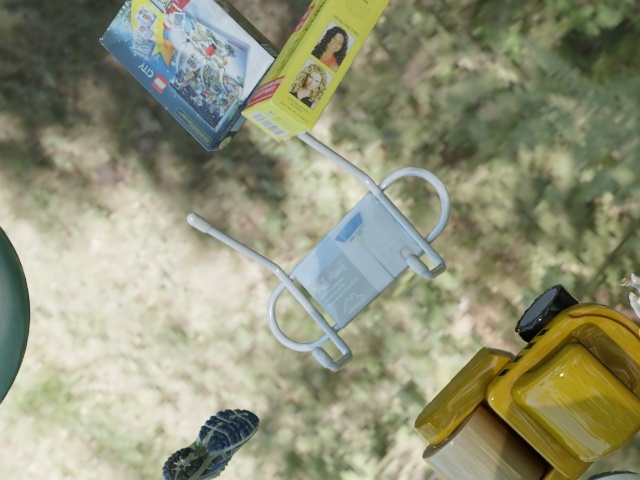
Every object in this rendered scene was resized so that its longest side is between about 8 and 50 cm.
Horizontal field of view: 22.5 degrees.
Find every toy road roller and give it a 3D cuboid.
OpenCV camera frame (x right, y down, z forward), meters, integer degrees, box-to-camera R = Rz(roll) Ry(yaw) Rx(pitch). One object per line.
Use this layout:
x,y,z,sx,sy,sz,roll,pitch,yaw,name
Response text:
0.295,0.226,2.104,0.202,0.329,0.240,44,-176,-4,toy road roller

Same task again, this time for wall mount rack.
0.000,0.000,2.262,0.304,0.130,0.350,48,111,9,wall mount rack

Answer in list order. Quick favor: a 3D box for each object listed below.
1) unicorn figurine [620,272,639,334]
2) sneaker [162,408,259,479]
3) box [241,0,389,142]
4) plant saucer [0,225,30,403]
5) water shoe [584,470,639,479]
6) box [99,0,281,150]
0.395,0.066,1.832,0.111,0.060,0.162,36,112,-24,unicorn figurine
-0.129,0.252,1.917,0.052,0.135,0.058,45,160,31,sneaker
0.008,-0.216,1.704,0.058,0.232,0.087,36,162,-18,box
-0.434,0.068,1.508,0.317,0.317,0.043,41,161,11,plant saucer
0.294,0.252,1.346,0.203,0.080,0.073,17,149,-28,water shoe
-0.172,-0.255,2.157,0.233,0.044,0.159,45,113,18,box
